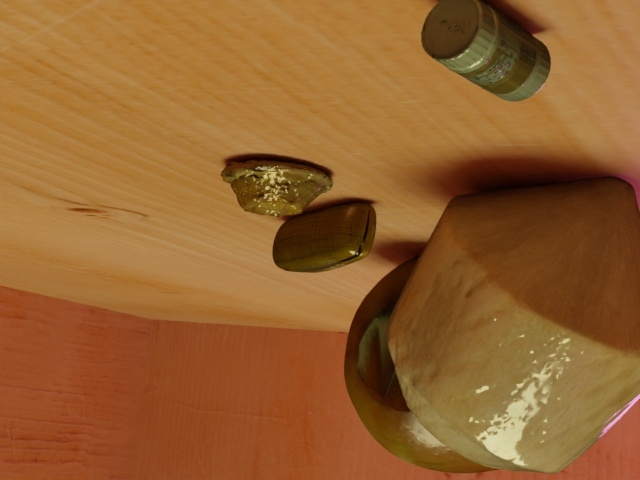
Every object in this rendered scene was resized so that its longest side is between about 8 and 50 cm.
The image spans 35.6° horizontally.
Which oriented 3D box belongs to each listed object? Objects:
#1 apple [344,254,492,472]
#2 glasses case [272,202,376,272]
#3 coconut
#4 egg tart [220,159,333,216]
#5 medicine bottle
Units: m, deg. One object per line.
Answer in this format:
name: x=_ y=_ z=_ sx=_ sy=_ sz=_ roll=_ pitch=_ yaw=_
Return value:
apple: x=0.224 y=0.173 z=1.526 sx=0.384 sy=0.374 sz=0.374 roll=-30 pitch=155 yaw=20
glasses case: x=0.000 y=0.000 z=1.302 sx=0.064 sy=0.079 sz=0.234 roll=19 pitch=166 yaw=-24
coconut: x=0.225 y=0.071 z=1.036 sx=0.329 sy=0.328 sz=0.329 roll=6 pitch=170 yaw=1
egg tart: x=-0.049 y=-0.056 z=1.104 sx=0.129 sy=0.049 sz=0.129 roll=4 pitch=170 yaw=1
medicine bottle: x=0.107 y=-0.121 z=0.634 sx=0.047 sy=0.047 sz=0.083 roll=-3 pitch=167 yaw=43
